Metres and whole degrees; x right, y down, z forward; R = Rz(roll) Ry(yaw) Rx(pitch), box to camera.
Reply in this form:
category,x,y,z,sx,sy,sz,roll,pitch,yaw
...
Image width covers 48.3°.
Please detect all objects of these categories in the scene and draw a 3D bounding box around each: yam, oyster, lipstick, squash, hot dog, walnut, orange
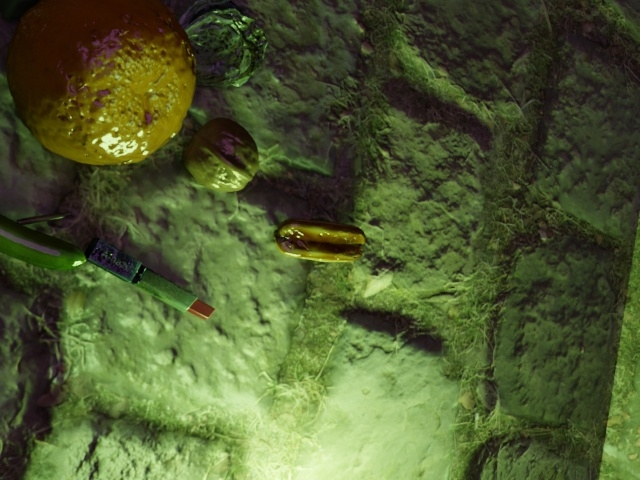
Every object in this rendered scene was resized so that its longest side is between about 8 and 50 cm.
category,x,y,z,sx,sy,sz,roll,pitch,yaw
yam,-0.544,-0.044,1.409,0.107,0.014,0.014,-13,97,-32
oyster,-0.244,-0.434,1.563,0.268,0.112,0.198,8,106,-41
lipstick,-0.350,0.093,1.511,0.312,0.051,0.051,35,70,-28
squash,-0.574,-0.001,1.358,0.258,0.069,0.069,27,75,-27
hot dog,0.000,0.000,1.729,0.250,0.068,0.100,8,98,-31
walnut,-0.211,-0.182,1.553,0.167,0.149,0.166,-12,122,-20
orange,-0.409,-0.309,1.328,0.341,0.293,0.340,-33,139,-35

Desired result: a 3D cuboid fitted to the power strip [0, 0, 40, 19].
category,x,y,z,sx,sy,sz,roll,pitch,yaw
power strip,-0.507,-0.525,1.360,0.224,0.139,0.140,-26,100,-31
